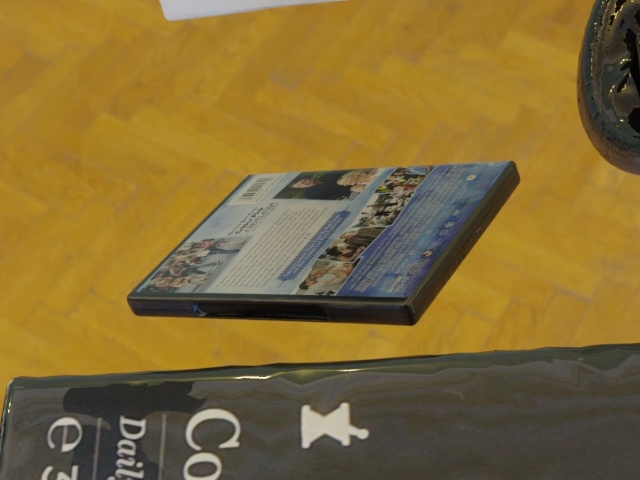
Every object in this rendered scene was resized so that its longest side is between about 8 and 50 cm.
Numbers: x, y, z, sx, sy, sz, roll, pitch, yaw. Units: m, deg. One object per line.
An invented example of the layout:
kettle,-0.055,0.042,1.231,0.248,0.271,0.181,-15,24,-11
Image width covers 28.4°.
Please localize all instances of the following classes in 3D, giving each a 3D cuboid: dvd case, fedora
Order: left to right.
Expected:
dvd case,0.000,0.000,0.931,0.253,0.022,0.180,0,34,36
fedora,0.436,-0.213,1.392,0.152,0.334,0.334,20,46,-32

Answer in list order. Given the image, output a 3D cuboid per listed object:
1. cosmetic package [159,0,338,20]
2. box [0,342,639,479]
cosmetic package,-0.073,-0.426,1.032,0.230,0.453,0.161,2,28,42
box,0.109,0.312,0.509,0.471,0.297,0.480,-3,55,2
